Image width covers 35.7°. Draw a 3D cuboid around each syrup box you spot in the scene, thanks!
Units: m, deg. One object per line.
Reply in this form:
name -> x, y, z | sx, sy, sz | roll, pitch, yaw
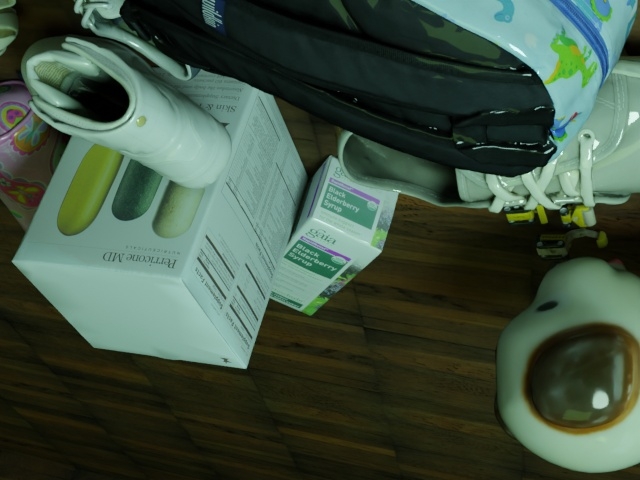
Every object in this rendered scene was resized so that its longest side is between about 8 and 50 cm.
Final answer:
syrup box -> 0.000, 0.000, 1.228 | 0.093, 0.096, 0.237 | 24, 152, -12

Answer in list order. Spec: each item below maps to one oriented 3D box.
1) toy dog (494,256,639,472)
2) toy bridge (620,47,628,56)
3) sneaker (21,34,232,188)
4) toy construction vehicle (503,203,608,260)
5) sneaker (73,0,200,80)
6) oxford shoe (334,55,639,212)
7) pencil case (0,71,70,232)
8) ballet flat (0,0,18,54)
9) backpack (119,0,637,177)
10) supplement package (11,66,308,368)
toy dog -> 0.375, 0.150, 0.992 | 0.408, 0.395, 0.284 | 13, 174, -1
toy bridge -> 0.313, -0.145, 0.877 | 0.188, 0.026, 0.063 | 26, 152, -16
sneaker -> -0.232, -0.159, 0.967 | 0.292, 0.108, 0.169 | 29, 180, 33
toy construction vehicle -> 0.266, -0.020, 1.120 | 0.098, 0.035, 0.086 | -5, 133, 31
sneaker -> -0.200, -0.244, 0.917 | 0.258, 0.091, 0.094 | 30, 149, -22
oxford shoe -> 0.209, -0.083, 0.907 | 0.449, 0.130, 0.169 | 8, 150, 25
pencil case -> -0.356, -0.083, 1.264 | 0.124, 0.124, 0.284 | 5, 148, 21
ballet flat -> -0.353, -0.239, 1.030 | 0.077, 0.091, 0.241 | -2, 158, -12
backpack -> 0.048, -0.191, 0.727 | 0.355, 0.273, 0.290 | 38, 163, 19
supplement package -> -0.161, -0.028, 1.093 | 0.199, 0.262, 0.198 | 5, 149, 20
